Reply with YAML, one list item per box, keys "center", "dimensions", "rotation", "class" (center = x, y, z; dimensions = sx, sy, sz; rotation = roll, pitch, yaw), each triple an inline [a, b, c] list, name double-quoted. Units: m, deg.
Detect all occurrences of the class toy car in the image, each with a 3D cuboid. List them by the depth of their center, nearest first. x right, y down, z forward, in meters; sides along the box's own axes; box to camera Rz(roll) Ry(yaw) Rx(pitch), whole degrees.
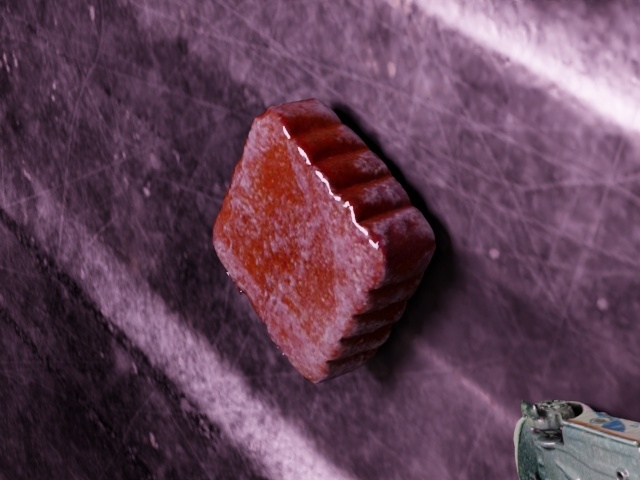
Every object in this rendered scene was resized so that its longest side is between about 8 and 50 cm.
- center: [0.152, 0.121, 0.601]
  dimensions: [0.186, 0.058, 0.093]
  rotation: [-175, 71, -71]
  class: "toy car"

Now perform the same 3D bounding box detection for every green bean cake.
- center: [0.000, 0.000, 0.748]
  dimensions: [0.135, 0.056, 0.135]
  rotation: [53, 138, 24]
  class: "green bean cake"
